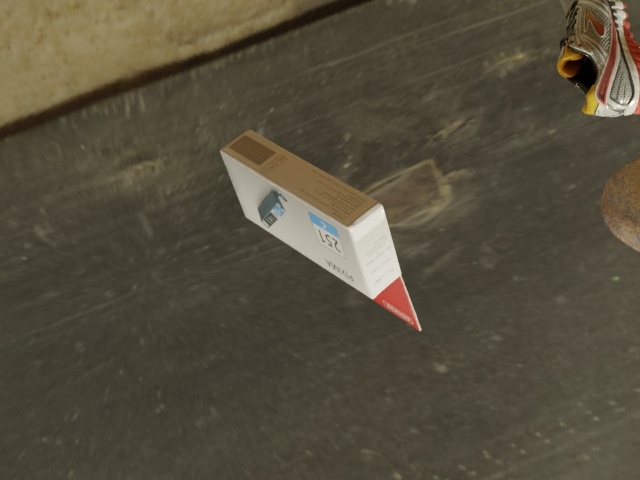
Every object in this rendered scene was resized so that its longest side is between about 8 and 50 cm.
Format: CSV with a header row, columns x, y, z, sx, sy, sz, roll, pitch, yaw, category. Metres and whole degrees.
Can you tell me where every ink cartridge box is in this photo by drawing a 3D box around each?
x,y,z,sx,sy,sz,roll,pitch,yaw,category
0.000,0.000,1.684,0.066,0.296,0.261,-39,135,-20,ink cartridge box

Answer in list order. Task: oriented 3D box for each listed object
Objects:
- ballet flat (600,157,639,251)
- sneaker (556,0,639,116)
x,y,z,sx,sy,sz,roll,pitch,yaw,category
0.350,-0.010,0.862,0.315,0.106,0.108,6,107,30,ballet flat
0.327,-0.247,1.423,0.092,0.088,0.225,-12,59,-6,sneaker
